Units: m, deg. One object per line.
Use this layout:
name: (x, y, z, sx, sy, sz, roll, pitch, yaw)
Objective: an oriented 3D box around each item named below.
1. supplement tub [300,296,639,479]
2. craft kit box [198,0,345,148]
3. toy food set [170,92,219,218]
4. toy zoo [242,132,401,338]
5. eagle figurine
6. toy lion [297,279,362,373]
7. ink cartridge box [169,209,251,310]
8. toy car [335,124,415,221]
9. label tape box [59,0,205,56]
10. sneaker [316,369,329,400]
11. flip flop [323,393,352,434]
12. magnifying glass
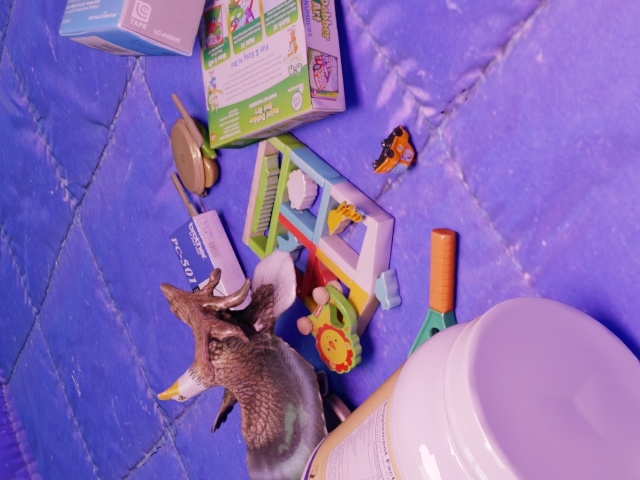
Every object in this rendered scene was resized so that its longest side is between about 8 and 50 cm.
supplement tub: (0.140, 0.223, 0.802, 0.241, 0.241, 0.331, 60, 141, 21)
craft kit box: (-0.072, -0.256, 1.059, 0.250, 0.061, 0.247, -8, 84, 55)
toy food set: (-0.196, -0.129, 1.319, 0.132, 0.038, 0.192, 58, 152, 31)
toy zoo: (0.000, 0.000, 1.095, 0.293, 0.030, 0.192, 44, 134, 37)
eagle figurine: (-0.101, 0.172, 1.104, 0.225, 0.226, 0.298, -7, 136, 27)
toy lion: (0.019, 0.115, 1.060, 0.096, 0.034, 0.100, 48, 137, 22)
ink cartridge box: (-0.159, 0.066, 1.306, 0.097, 0.046, 0.207, -31, 81, 53)
toy car: (0.068, -0.073, 0.966, 0.040, 0.060, 0.122, 29, 133, -11)
label tape box: (-0.224, -0.429, 1.144, 0.249, 0.115, 0.348, 17, 90, 55)
sneaker: (-0.030, 0.193, 1.193, 0.118, 0.042, 0.067, 44, 138, 27)
flip flop: (-0.003, 0.324, 1.168, 0.112, 0.080, 0.277, 51, 138, 31)
magnifying glass: (0.134, 0.099, 0.952, 0.092, 0.026, 0.231, 23, 118, 48)
